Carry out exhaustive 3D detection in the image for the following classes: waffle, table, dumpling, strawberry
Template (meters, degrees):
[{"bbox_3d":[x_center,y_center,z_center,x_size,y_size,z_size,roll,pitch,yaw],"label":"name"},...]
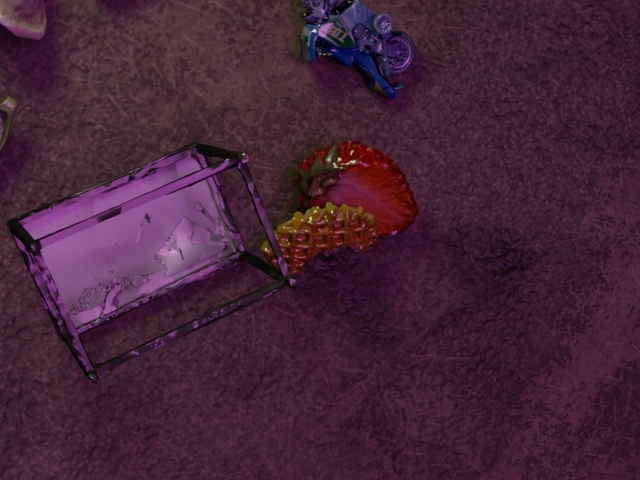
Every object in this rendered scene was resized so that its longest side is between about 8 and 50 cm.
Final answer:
[{"bbox_3d":[0.001,0.003,1.873,0.194,0.051,0.149,-26,141,12],"label":"waffle"},{"bbox_3d":[-0.259,0.020,1.705,0.334,0.272,0.222,-26,106,-16],"label":"table"},{"bbox_3d":[-0.477,-0.384,1.620,0.126,0.166,0.216,-6,109,12],"label":"dumpling"},{"bbox_3d":[0.062,-0.094,1.903,0.190,0.111,0.236,-37,139,25],"label":"strawberry"}]

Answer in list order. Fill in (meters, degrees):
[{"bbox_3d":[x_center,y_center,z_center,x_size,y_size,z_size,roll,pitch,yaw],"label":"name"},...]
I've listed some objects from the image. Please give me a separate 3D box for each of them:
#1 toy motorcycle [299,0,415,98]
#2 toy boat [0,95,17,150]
[{"bbox_3d":[0.051,-0.328,1.871,0.254,0.092,0.136,29,96,-32],"label":"toy motorcycle"},{"bbox_3d":[-0.519,-0.141,1.688,0.089,0.071,0.185,39,84,-22],"label":"toy boat"}]
